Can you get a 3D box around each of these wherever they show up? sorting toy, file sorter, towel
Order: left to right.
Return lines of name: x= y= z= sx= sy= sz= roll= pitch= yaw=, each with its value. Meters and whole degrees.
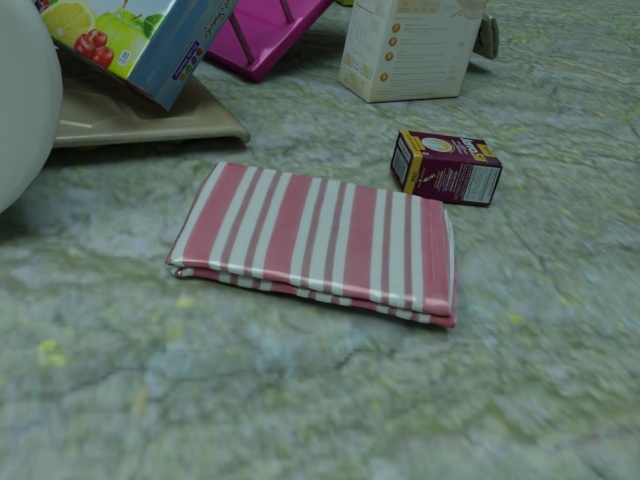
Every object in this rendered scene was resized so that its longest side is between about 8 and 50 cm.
sorting toy: x=-0.192 y=-0.128 z=0.656 sx=0.208 sy=0.038 sz=0.193 roll=-5 pitch=36 yaw=-33
file sorter: x=-0.075 y=-0.367 z=0.804 sx=0.202 sy=0.182 sz=0.290 roll=31 pitch=73 yaw=28
towel: x=0.000 y=0.000 z=0.527 sx=0.197 sy=0.029 sz=0.144 roll=11 pitch=32 yaw=1

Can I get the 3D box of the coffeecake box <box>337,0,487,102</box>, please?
coffeecake box: x=0.110 y=-0.256 z=0.816 sx=0.142 sy=0.185 sz=0.068 roll=-10 pitch=39 yaw=-33

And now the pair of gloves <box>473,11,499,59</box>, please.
pair of gloves: x=0.139 y=-0.355 z=0.954 sx=0.204 sy=0.240 sz=0.042 roll=27 pitch=68 yaw=38

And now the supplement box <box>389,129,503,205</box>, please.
supplement box: x=0.110 y=-0.065 z=0.649 sx=0.083 sy=0.043 sz=0.055 roll=5 pitch=31 yaw=-14

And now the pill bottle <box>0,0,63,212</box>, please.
pill bottle: x=-0.324 y=-0.167 z=0.504 sx=0.204 sy=0.204 sz=0.361 roll=-9 pitch=38 yaw=-31

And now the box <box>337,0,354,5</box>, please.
box: x=0.122 y=-0.424 z=1.210 sx=0.232 sy=0.058 sz=0.087 roll=-8 pitch=37 yaw=-30

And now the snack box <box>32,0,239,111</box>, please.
snack box: x=-0.170 y=-0.234 z=0.628 sx=0.207 sy=0.174 sz=0.070 roll=33 pitch=-1 yaw=24
